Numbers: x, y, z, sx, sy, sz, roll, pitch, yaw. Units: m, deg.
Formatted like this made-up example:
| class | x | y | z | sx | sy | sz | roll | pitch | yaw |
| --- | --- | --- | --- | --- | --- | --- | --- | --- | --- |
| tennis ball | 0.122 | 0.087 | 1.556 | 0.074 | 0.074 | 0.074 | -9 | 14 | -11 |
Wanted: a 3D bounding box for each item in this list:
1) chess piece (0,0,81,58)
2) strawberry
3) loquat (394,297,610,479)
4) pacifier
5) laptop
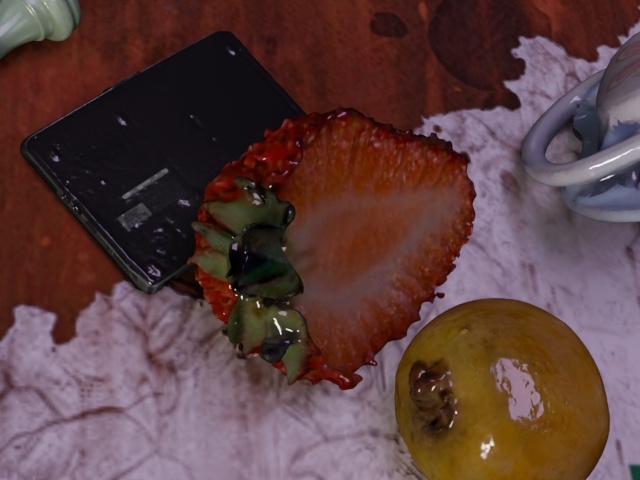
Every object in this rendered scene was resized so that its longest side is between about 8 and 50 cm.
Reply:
| class | x | y | z | sx | sy | sz | roll | pitch | yaw |
| --- | --- | --- | --- | --- | --- | --- | --- | --- | --- |
| chess piece | -0.230 | -0.151 | 0.908 | 0.067 | 0.067 | 0.103 | 39 | 64 | 1 |
| strawberry | 0.000 | 0.000 | 0.894 | 0.286 | 0.106 | 0.188 | -23 | 105 | -50 |
| loquat | 0.124 | 0.114 | 0.862 | 0.163 | 0.137 | 0.163 | 9 | 73 | -31 |
| pacifier | 0.303 | -0.055 | 1.030 | 0.225 | 0.238 | 0.287 | 62 | 24 | -19 |
| laptop | -0.100 | -0.067 | 0.935 | 0.207 | 0.026 | 0.154 | -36 | 81 | -34 |
